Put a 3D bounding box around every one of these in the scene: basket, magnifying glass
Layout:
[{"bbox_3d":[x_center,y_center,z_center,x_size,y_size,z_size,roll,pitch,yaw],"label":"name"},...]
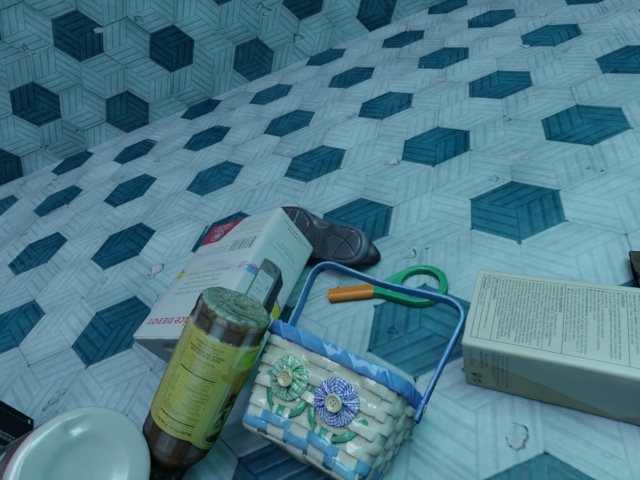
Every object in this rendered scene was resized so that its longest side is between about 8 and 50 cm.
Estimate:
[{"bbox_3d":[0.047,0.181,0.599,0.255,0.201,0.288,13,60,29],"label":"basket"},{"bbox_3d":[0.128,0.095,0.798,0.231,0.026,0.092,-7,43,14],"label":"magnifying glass"}]

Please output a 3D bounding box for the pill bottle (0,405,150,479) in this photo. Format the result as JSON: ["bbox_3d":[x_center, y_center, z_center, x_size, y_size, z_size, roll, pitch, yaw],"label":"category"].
[{"bbox_3d":[-0.371,0.338,0.566,0.283,0.161,0.161,-33,30,36],"label":"pill bottle"}]

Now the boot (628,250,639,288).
[{"bbox_3d":[0.588,0.091,0.579,0.207,0.090,0.248,-14,41,27],"label":"boot"}]

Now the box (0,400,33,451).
[{"bbox_3d":[-0.605,0.334,0.668,0.103,0.261,0.184,-32,41,-12],"label":"box"}]

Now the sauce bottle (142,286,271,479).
[{"bbox_3d":[-0.185,0.236,0.592,0.111,0.112,0.344,39,107,45],"label":"sauce bottle"}]

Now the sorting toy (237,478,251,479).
[{"bbox_3d":[-0.109,0.379,0.573,0.061,0.042,0.102,-25,40,-4],"label":"sorting toy"}]

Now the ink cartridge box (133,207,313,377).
[{"bbox_3d":[-0.180,0.097,0.809,0.226,0.131,0.306,-10,41,38],"label":"ink cartridge box"}]

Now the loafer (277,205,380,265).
[{"bbox_3d":[0.000,0.000,0.924,0.303,0.095,0.108,19,85,43],"label":"loafer"}]

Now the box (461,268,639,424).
[{"bbox_3d":[0.369,0.145,0.561,0.312,0.121,0.147,7,48,30],"label":"box"}]
